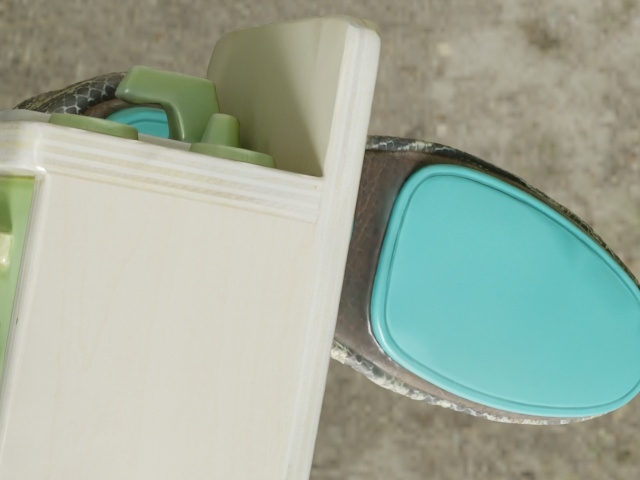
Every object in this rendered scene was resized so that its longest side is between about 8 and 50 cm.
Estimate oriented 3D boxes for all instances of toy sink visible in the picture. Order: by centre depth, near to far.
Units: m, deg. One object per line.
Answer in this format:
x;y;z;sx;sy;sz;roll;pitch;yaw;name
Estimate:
-0.081;0.016;0.695;0.131;0.234;0.153;11;179;-25;toy sink

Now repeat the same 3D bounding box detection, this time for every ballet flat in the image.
0.000;0.000;1.131;0.483;0.164;0.182;17;178;-33;ballet flat
